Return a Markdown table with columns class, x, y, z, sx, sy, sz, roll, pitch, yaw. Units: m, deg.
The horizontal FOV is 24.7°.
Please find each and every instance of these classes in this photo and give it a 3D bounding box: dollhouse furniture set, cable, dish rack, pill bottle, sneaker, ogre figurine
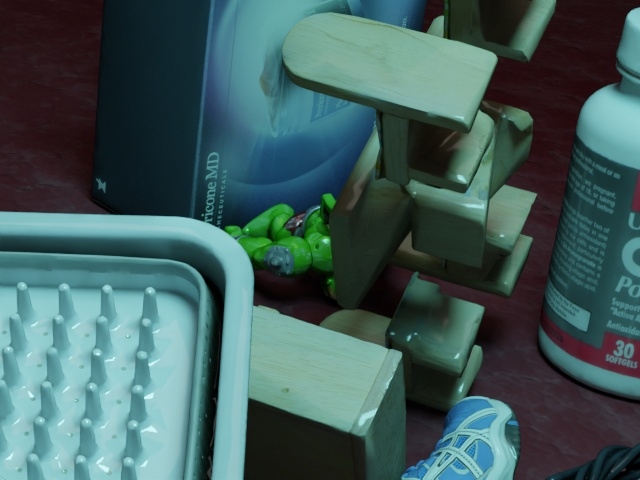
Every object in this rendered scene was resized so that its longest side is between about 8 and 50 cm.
| class | x | y | z | sx | sy | sz | roll | pitch | yaw |
| --- | --- | --- | --- | --- | --- | --- | --- | --- | --- |
| dollhouse furniture set | -0.007 | -0.009 | 1.112 | 0.256 | 0.362 | 0.394 | 17 | 55 | 16 |
| cable | 0.248 | 0.204 | 1.060 | 0.184 | 0.047 | 0.150 | -8 | 28 | -32 |
| dish rack | -0.205 | 0.104 | 0.788 | 0.333 | 0.072 | 0.285 | 1 | 45 | 0 |
| pill bottle | 0.301 | -0.035 | 1.278 | 0.176 | 0.318 | 0.176 | 5 | 24 | -2 |
| sneaker | 0.097 | 0.171 | 1.047 | 0.081 | 0.080 | 0.211 | 11 | 22 | 0 |
| ogre figurine | 0.000 | 0.000 | 1.392 | 0.197 | 0.097 | 0.118 | 11 | 9 | -22 |

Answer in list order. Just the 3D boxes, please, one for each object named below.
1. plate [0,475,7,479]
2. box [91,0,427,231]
| class | x | y | z | sx | sy | sz | roll | pitch | yaw |
| --- | --- | --- | --- | --- | --- | --- | --- | --- | --- |
| plate | -0.326 | 0.151 | 0.658 | 0.277 | 0.045 | 0.278 | 28 | 50 | 21 |
| box | -0.061 | -0.168 | 1.504 | 0.294 | 0.296 | 0.183 | -15 | 32 | -39 |
